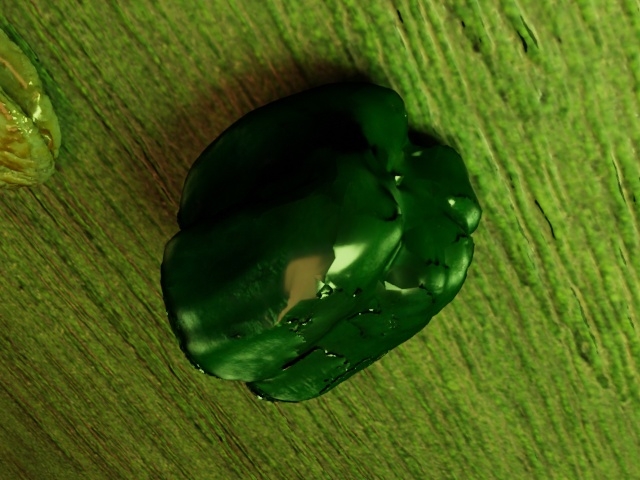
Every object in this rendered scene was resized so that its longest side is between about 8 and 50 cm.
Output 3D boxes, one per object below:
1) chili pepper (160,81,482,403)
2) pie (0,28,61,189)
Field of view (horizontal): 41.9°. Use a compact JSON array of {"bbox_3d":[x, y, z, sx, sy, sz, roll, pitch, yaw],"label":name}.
[{"bbox_3d":[0.000,0.000,0.740,0.256,0.249,0.233,-30,136,34],"label":"chili pepper"},{"bbox_3d":[-0.372,-0.141,0.903,0.179,0.084,0.205,-19,117,37],"label":"pie"}]
